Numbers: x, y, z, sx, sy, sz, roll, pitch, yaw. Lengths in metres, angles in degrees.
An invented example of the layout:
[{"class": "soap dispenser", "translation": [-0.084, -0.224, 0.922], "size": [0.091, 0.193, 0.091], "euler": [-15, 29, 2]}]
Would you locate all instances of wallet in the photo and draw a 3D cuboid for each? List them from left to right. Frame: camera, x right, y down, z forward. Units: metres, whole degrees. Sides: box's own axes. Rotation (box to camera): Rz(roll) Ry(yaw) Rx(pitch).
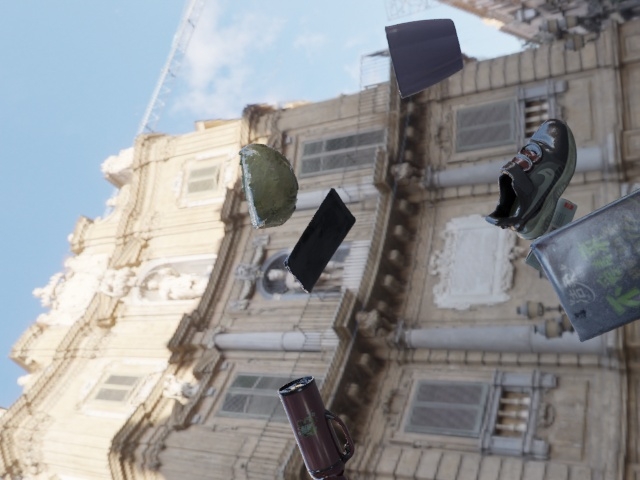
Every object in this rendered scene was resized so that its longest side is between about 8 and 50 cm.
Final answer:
[{"class": "wallet", "translation": [0.001, 0.000, 1.693], "size": [0.285, 0.030, 0.146], "euler": [-58, -45, -28]}]

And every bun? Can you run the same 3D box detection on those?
[{"class": "bun", "translation": [-0.143, -0.159, 1.743], "size": [0.259, 0.152, 0.260], "euler": [170, 90, -80]}]

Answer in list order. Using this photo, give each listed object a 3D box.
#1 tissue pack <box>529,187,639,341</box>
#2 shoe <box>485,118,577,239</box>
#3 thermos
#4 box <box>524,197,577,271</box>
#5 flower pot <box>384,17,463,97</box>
[{"class": "tissue pack", "translation": [0.759, 0.042, 1.493], "size": [0.124, 0.394, 0.288], "euler": [8, -124, -54]}, {"class": "shoe", "translation": [0.375, -0.108, 1.106], "size": [0.112, 0.099, 0.228], "euler": [0, -65, -23]}, {"class": "thermos", "translation": [0.002, 0.545, 1.694], "size": [0.136, 0.109, 0.330], "euler": [-21, -89, -22]}, {"class": "box", "translation": [0.795, -0.023, 2.106], "size": [0.269, 0.079, 0.135], "euler": [-49, -19, -41]}, {"class": "flower pot", "translation": [0.369, -0.665, 2.168], "size": [0.265, 0.243, 0.265], "euler": [-14, -90, -75]}]
